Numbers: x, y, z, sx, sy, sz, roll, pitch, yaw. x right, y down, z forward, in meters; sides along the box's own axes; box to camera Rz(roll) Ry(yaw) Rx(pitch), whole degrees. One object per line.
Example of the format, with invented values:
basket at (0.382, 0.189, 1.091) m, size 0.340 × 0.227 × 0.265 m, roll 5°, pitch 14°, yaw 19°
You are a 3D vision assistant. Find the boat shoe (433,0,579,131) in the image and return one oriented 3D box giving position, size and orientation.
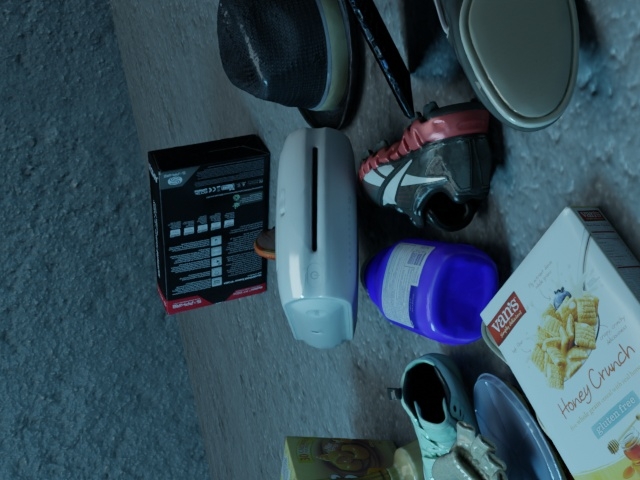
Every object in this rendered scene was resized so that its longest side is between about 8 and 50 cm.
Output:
boat shoe at (0.165, -0.244, 0.839) m, size 0.095 × 0.112 × 0.335 m, roll 83°, pitch 175°, yaw -71°

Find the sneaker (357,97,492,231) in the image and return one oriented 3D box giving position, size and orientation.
sneaker at (0.122, -0.066, 1.041) m, size 0.276 × 0.098 × 0.135 m, roll 147°, pitch 112°, yaw -67°

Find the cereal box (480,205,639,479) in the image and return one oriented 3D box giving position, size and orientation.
cereal box at (0.257, 0.110, 0.804) m, size 0.240 × 0.047 × 0.173 m, roll 63°, pitch 141°, yaw 34°

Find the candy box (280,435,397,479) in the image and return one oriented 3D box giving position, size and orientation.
candy box at (0.051, 0.389, 1.258) m, size 0.316 × 0.183 × 0.087 m, roll -126°, pitch 41°, yaw -75°

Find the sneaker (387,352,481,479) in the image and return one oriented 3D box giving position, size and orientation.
sneaker at (0.153, 0.264, 1.067) m, size 0.151 × 0.094 × 0.255 m, roll 27°, pitch -134°, yaw -69°

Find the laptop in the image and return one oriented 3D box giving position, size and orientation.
laptop at (0.095, -0.303, 0.959) m, size 0.264 × 0.137 × 0.234 m, roll 60°, pitch -165°, yaw -17°

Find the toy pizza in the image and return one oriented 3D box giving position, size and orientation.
toy pizza at (0.234, 0.241, 0.982) m, size 0.201 × 0.032 × 0.201 m, roll 159°, pitch 90°, yaw -80°

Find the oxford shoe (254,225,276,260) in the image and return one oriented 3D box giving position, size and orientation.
oxford shoe at (-0.043, -0.005, 1.562) m, size 0.271 × 0.097 × 0.098 m, roll 16°, pitch 96°, yaw 63°

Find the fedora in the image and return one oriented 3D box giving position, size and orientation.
fedora at (-0.070, -0.311, 1.338) m, size 0.334 × 0.153 × 0.333 m, roll 168°, pitch 90°, yaw -70°

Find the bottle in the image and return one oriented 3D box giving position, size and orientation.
bottle at (0.124, 0.056, 1.094) m, size 0.283 × 0.092 × 0.118 m, roll -172°, pitch 94°, yaw -74°

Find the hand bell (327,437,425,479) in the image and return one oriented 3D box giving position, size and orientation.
hand bell at (0.078, 0.324, 1.170) m, size 0.126 × 0.242 × 0.126 m, roll 169°, pitch 90°, yaw -69°

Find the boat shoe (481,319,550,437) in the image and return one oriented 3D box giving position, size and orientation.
boat shoe at (0.250, 0.152, 0.912) m, size 0.065 × 0.075 × 0.206 m, roll 33°, pitch -163°, yaw -52°

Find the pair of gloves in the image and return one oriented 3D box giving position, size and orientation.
pair of gloves at (0.222, 0.321, 0.946) m, size 0.240 × 0.042 × 0.204 m, roll 38°, pitch 149°, yaw 29°

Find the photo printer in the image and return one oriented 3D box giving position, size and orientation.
photo printer at (0.000, 0.000, 1.212) m, size 0.307 × 0.107 × 0.255 m, roll 81°, pitch -171°, yaw -72°

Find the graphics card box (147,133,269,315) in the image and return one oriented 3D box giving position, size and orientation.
graphics card box at (-0.230, -0.030, 1.808) m, size 0.094 × 0.233 × 0.370 m, roll -123°, pitch 28°, yaw -45°
